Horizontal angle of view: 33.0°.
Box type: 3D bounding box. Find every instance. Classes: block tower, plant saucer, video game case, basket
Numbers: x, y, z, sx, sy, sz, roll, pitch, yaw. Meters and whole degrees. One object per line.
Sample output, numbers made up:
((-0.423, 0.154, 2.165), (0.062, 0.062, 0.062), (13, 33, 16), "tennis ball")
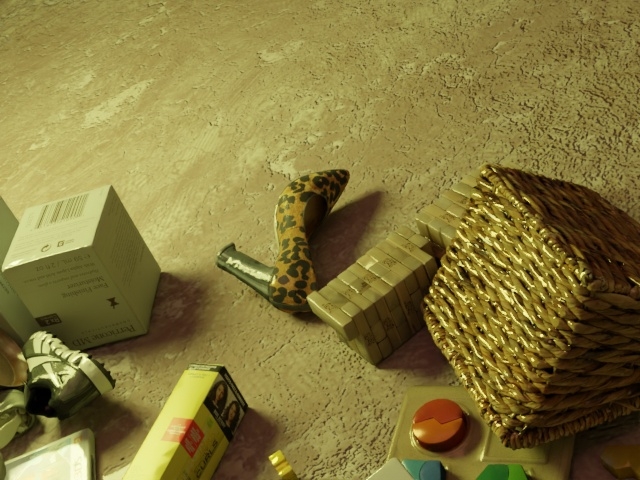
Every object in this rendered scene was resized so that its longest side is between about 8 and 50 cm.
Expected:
((0.147, 0.027, 1.420), (0.335, 0.097, 0.091), (-35, 37, -17), "block tower")
((-0.498, 0.163, 1.566), (0.029, 0.168, 0.168), (-51, 35, 10), "plant saucer")
((-0.384, 0.346, 1.393), (0.201, 0.023, 0.183), (-23, 35, 3), "video game case")
((0.281, 0.080, 1.243), (0.214, 0.223, 0.299), (11, 24, -23), "basket")

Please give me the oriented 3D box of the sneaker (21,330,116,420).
((-0.384, 0.193, 1.515), (0.106, 0.078, 0.234), (-44, 30, -24), "sneaker")

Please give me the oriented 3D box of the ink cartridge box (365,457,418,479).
((0.095, 0.316, 1.074), (0.104, 0.060, 0.180), (-39, 46, -3), "ink cartridge box")

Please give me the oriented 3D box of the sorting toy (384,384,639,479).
((0.208, 0.237, 1.157), (0.307, 0.041, 0.229), (-3, 41, 28), "sorting toy")

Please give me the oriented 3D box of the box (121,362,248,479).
((-0.172, 0.263, 1.317), (0.058, 0.087, 0.232), (0, 41, 30), "box")

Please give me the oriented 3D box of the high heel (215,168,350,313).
((0.000, 0.000, 1.564), (0.186, 0.093, 0.261), (29, 59, 36), "high heel")

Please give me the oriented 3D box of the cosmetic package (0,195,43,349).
((-0.565, 0.053, 1.700), (0.225, 0.224, 0.138), (-4, 41, 26), "cosmetic package")

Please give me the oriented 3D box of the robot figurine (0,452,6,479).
((-0.493, 0.385, 1.232), (0.300, 0.199, 0.353), (25, 64, 2), "robot figurine")

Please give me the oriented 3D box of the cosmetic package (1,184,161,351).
((-0.352, 0.045, 1.616), (0.151, 0.183, 0.151), (-15, 36, 14), "cosmetic package")

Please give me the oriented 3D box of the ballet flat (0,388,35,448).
((-0.489, 0.288, 1.490), (0.213, 0.072, 0.068), (-39, 43, -19), "ballet flat")

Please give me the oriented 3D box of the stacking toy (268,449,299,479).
((-0.064, 0.345, 1.177), (0.167, 0.052, 0.221), (-32, 37, -9), "stacking toy")
